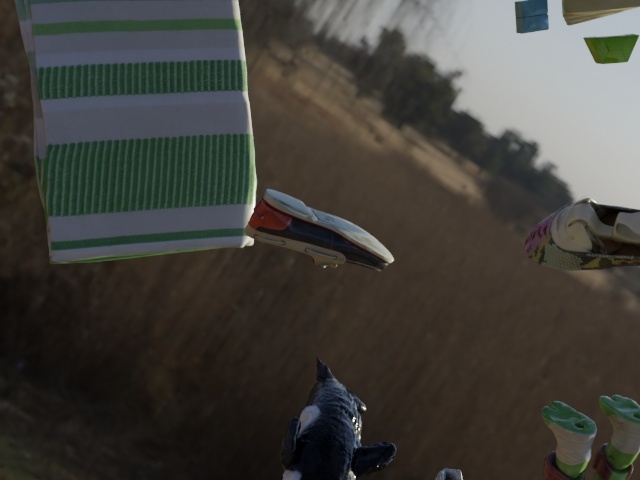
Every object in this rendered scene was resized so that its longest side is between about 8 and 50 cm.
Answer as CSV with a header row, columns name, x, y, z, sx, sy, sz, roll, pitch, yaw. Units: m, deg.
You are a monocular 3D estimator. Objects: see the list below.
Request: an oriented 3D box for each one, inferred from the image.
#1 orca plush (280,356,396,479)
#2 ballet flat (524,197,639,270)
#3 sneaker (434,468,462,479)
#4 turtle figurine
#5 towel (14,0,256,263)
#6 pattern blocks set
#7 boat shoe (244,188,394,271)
name,x,y,z,sx,sy,sz,roll,pitch,yaw
orca plush,0.031,0.228,1.441,0.102,0.151,0.287,-3,16,11
ballet flat,0.304,-0.008,1.441,0.221,0.077,0.079,4,-22,32
sneaker,0.122,0.267,1.281,0.053,0.061,0.152,1,29,-13
turtle figurine,0.280,0.301,1.677,0.197,0.266,0.275,11,22,1
towel,-0.194,-0.144,1.519,0.247,0.325,0.038,-5,-6,-22
pattern blocks set,0.416,-0.396,2.023,0.324,0.285,0.026,-1,10,-26
boat shoe,0.000,0.000,1.220,0.137,0.043,0.049,23,15,-25
